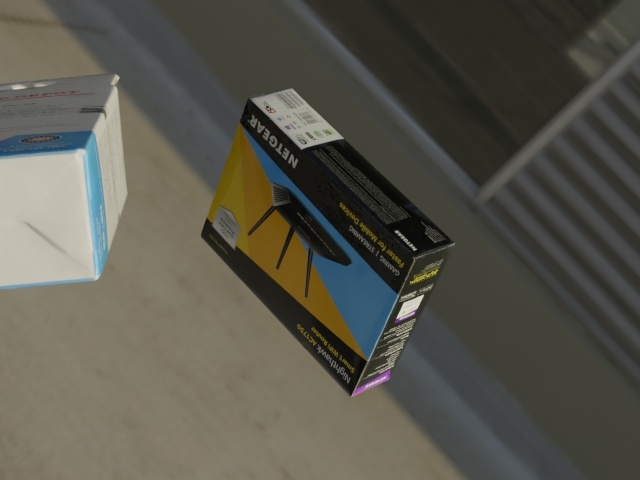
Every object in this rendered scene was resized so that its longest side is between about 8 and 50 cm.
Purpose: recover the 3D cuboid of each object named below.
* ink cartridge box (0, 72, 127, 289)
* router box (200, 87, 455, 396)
[{"bbox_3d":[-0.148,-0.031,0.671,0.180,0.104,0.060,-97,-178,-73],"label":"ink cartridge box"},{"bbox_3d":[0.000,0.000,0.993,0.046,0.133,0.179,-18,52,-40],"label":"router box"}]
